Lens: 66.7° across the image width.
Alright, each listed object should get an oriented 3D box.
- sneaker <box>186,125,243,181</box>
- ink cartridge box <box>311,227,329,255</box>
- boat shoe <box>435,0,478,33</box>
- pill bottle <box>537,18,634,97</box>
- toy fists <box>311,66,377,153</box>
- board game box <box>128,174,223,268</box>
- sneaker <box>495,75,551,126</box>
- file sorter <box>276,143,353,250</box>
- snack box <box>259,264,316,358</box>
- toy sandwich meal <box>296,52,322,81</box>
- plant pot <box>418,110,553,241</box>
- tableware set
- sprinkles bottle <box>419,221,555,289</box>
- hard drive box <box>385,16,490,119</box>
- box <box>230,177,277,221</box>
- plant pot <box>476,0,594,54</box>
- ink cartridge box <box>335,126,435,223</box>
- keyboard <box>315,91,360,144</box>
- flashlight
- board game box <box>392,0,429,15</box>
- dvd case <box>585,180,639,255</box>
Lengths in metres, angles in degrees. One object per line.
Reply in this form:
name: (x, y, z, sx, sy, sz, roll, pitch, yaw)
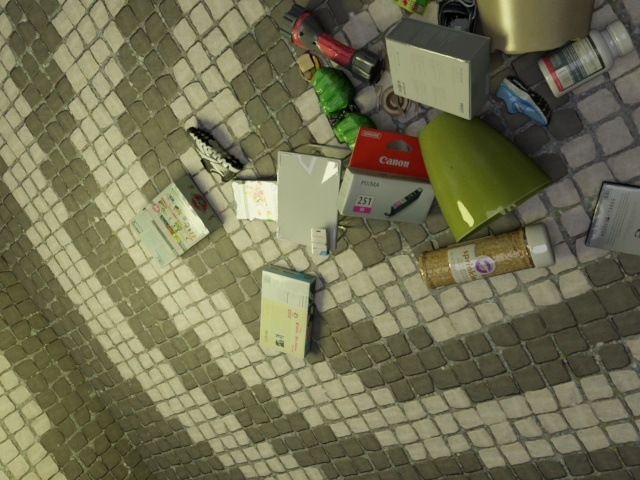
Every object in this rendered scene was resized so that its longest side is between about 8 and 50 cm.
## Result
sneaker: (-0.378, -0.285, 1.655, 0.234, 0.078, 0.106, 41, 118, 2)
ink cartridge box: (0.000, 0.000, 1.429, 0.048, 0.028, 0.083, 7, 114, 20)
boat shoe: (0.337, -0.584, 1.202, 0.113, 0.105, 0.306, 15, 115, 18)
pill bottle: (0.618, -0.427, 1.137, 0.180, 0.108, 0.108, -27, 97, 29)
toy fists: (0.070, -0.360, 1.366, 0.096, 0.142, 0.279, -27, 98, 20)
board game box: (-0.542, -0.065, 1.806, 0.303, 0.097, 0.224, -31, 96, 32)
sneaker: (0.521, -0.348, 1.250, 0.162, 0.063, 0.073, 45, 138, 7)
file sorter: (-0.010, -0.141, 1.492, 0.193, 0.173, 0.277, 12, 114, 19)
snack box: (-0.122, 0.262, 1.765, 0.187, 0.060, 0.322, 14, 115, 19)
toy sandwich meal: (-0.033, -0.513, 1.439, 0.085, 0.029, 0.085, 9, 113, 21)
plant pot: (0.390, -0.190, 1.267, 0.275, 0.275, 0.293, -39, 76, 31)
tableware set: (0.210, -0.443, 1.352, 0.128, 0.039, 0.194, 9, 113, 21)
sprinkles bottle: (0.467, 0.050, 1.385, 0.355, 0.121, 0.121, -16, 103, 29)
hard drive box: (0.286, -0.418, 1.185, 0.232, 0.089, 0.181, 32, 162, 30)
box: (-0.210, -0.138, 1.662, 0.186, 0.038, 0.145, 4, 112, 22)
plant pot: (0.461, -0.583, 1.049, 0.334, 0.334, 0.305, 0, 121, 24)
ink cartridge box: (0.204, -0.174, 1.361, 0.275, 0.060, 0.239, 5, 119, -21)
keyboard: (0.061, -0.388, 1.451, 0.108, 0.023, 0.180, -21, 101, 29)
flashlight: (0.032, -0.540, 1.340, 0.304, 0.103, 0.103, 36, 133, 17)
board game box: (0.257, -0.670, 1.214, 0.092, 0.043, 0.181, 55, 131, 43)
dvd case: (0.828, -0.046, 1.238, 0.239, 0.029, 0.179, 13, 114, 20)
